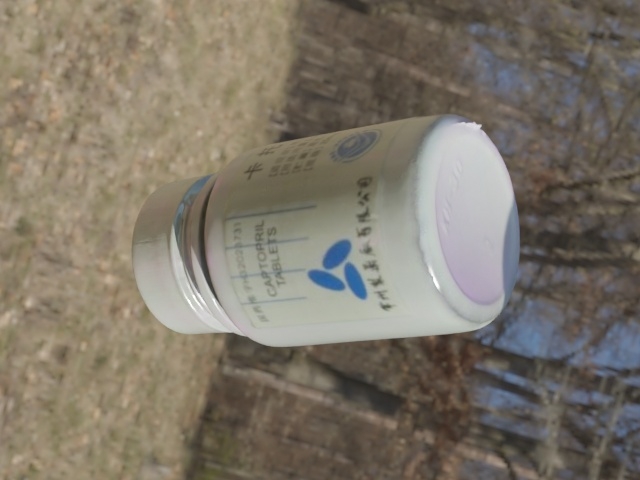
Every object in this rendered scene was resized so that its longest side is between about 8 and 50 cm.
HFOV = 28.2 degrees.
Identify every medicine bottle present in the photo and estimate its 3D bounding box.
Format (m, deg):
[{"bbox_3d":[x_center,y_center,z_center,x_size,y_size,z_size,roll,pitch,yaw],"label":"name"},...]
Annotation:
[{"bbox_3d":[0.000,0.000,1.028,0.293,0.170,0.170,-8,-121,36],"label":"medicine bottle"}]
